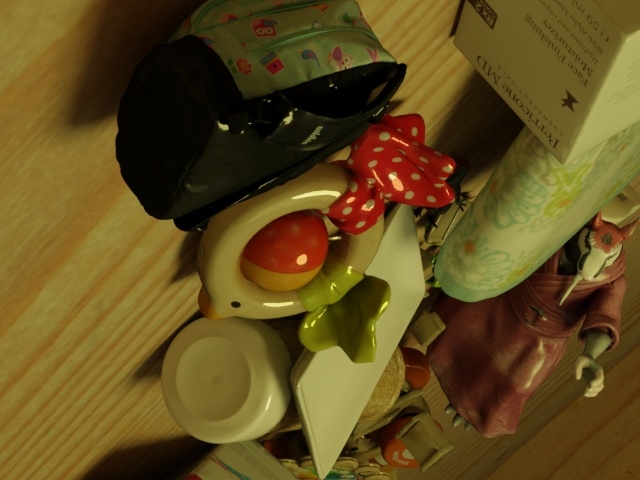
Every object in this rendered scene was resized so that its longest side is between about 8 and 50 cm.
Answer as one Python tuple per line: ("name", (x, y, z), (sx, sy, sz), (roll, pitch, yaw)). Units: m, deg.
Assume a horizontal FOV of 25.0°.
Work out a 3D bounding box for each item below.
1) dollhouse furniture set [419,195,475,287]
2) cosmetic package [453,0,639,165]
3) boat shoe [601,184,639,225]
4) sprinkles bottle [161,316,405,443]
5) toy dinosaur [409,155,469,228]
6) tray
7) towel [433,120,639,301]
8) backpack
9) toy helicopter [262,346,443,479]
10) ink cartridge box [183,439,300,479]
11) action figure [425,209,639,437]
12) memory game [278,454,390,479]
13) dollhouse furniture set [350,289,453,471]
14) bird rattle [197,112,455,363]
("dollhouse furniture set", (0.109, 0.005, 1.585), (0.076, 0.059, 0.151), (10, 111, -57))
("cosmetic package", (0.219, -0.188, 1.125), (0.151, 0.151, 0.183), (-31, 159, -20))
("boat shoe", (0.368, -0.040, 1.912), (0.063, 0.066, 0.184), (-49, 169, 26))
("sprinkles bottle", (-0.028, 0.138, 1.491), (0.121, 0.121, 0.355), (-43, 162, 16))
("toy dinosaur", (0.124, -0.056, 1.475), (0.082, 0.047, 0.090), (-54, -169, 18))
("tray", (0.035, 0.089, 1.419), (0.270, 0.030, 0.145), (-58, 150, -39))
("towel", (0.284, -0.123, 1.423), (0.374, 0.090, 0.320), (-38, 163, -35))
("backpack", (-0.035, -0.098, 0.926), (0.182, 0.115, 0.152), (-26, 170, -35))
("toy helicopter", (0.055, 0.302, 1.970), (0.235, 0.140, 0.355), (-12, 142, 2))
("ink cartridge box", (-0.146, 0.358, 1.622), (0.226, 0.131, 0.306), (-50, 174, 11))
("action figure", (0.278, 0.076, 1.710), (0.276, 0.248, 0.370), (-21, 159, -42))
("memory game", (-0.003, 0.313, 1.878), (0.186, 0.012, 0.186), (-1, 154, 0))
("dollhouse furniture set", (0.091, 0.161, 1.668), (0.101, 0.182, 0.161), (-17, 153, -47))
("bird rattle", (0.000, 0.000, 1.221), (0.207, 0.143, 0.253), (-9, 147, -26))
